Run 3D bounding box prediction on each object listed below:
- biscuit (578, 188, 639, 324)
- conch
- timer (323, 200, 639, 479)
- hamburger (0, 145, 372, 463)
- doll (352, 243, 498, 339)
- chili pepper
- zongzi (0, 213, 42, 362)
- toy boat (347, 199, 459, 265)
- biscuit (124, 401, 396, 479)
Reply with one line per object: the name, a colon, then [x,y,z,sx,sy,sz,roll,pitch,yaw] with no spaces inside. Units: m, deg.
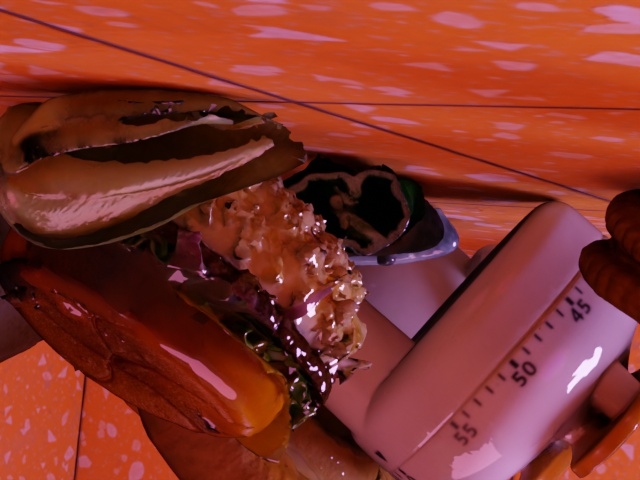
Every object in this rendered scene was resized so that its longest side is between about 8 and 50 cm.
biscuit: [0.263,0.041,1.203,0.220,0.066,0.220,24,-166,-7]
conch: [-0.116,-0.042,1.030,0.201,0.079,0.095,-16,152,30]
timer: [0.105,0.066,1.393,0.240,0.233,0.233,42,177,2]
hamburger: [-0.087,0.019,1.189,0.262,0.138,0.243,30,160,8]
doll: [-0.021,0.076,1.703,0.370,0.215,0.226,2,139,-4]
chili pepper: [0.030,-0.022,1.335,0.088,0.059,0.227,10,-178,9]
zongzi: [-0.400,0.080,1.421,0.500,0.218,0.467,-22,162,28]
toy boat: [0.000,0.000,1.527,0.208,0.078,0.134,3,179,11]
biscuit: [-0.030,0.141,1.449,0.102,0.296,0.296,-38,165,12]
